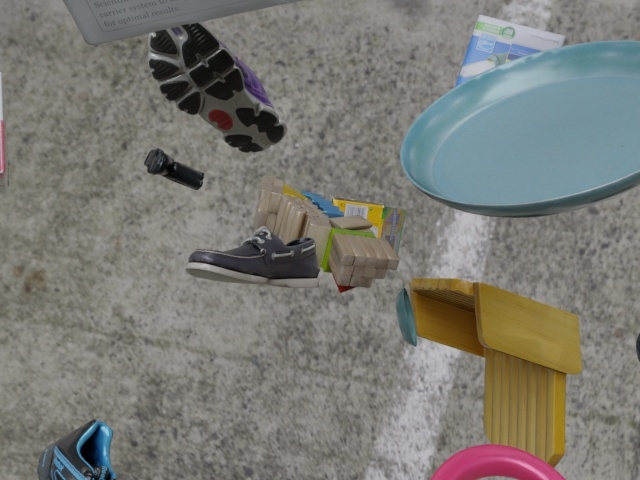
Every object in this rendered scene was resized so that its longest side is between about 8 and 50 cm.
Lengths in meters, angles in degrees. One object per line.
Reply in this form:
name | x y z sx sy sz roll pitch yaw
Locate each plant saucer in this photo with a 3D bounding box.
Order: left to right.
plant saucer | 0.168 0.153 1.596 0.021 0.119 0.119 -12 54 12
plant saucer | 0.241 -0.115 0.841 0.317 0.044 0.318 -17 32 11

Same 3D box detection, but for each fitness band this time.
fitness band | 0.202 0.363 0.935 0.209 0.054 0.291 16 42 24

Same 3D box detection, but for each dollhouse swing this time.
dollhouse swing | 0.329 0.267 1.668 0.315 0.347 0.305 19 83 -15

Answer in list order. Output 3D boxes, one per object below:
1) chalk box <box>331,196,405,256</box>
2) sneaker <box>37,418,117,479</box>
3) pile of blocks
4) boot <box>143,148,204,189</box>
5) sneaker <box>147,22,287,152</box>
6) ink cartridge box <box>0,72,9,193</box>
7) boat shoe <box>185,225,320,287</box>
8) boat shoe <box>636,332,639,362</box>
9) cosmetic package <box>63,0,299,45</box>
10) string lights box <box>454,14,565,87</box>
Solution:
chalk box | 0.111 -0.020 1.860 0.132 0.213 0.132 10 92 23
sneaker | -0.430 0.466 1.410 0.139 0.125 0.341 -40 40 18
pile of blocks | 0.000 0.000 1.528 0.149 0.113 0.362 -6 32 -40
boot | -0.246 -0.117 1.380 0.045 0.099 0.121 -63 22 1
sneaker | -0.094 -0.142 0.711 0.068 0.170 0.071 -28 54 12
ink cartridge box | -0.544 -0.165 1.277 0.092 0.218 0.159 -2 85 -18
boat shoe | -0.071 0.017 0.893 0.075 0.206 0.065 3 86 35
boat shoe | 0.436 0.117 1.005 0.065 0.183 0.083 -18 37 -10
cosmetic package | -0.098 -0.268 0.413 0.138 0.225 0.224 -11 54 4
string lights box | 0.260 -0.188 1.205 0.133 0.077 0.260 18 86 13
